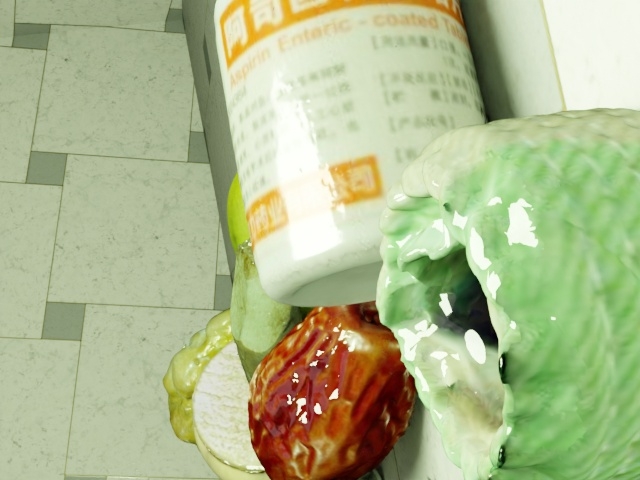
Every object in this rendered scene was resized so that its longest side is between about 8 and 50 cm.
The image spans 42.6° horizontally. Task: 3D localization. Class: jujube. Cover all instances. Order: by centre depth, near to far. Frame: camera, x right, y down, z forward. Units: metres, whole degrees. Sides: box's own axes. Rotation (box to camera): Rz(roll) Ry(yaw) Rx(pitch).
[{"bbox_3d":[0.014,0.186,0.996,0.197,0.197,0.290,-110,35,-44],"label":"jujube"}]

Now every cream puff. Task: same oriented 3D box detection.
[{"bbox_3d":[-0.112,0.285,1.490,0.257,0.324,0.291,48,-176,41],"label":"cream puff"}]

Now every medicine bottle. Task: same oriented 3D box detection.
[{"bbox_3d":[0.022,-0.145,0.686,0.211,0.211,0.372,121,139,-73],"label":"medicine bottle"}]

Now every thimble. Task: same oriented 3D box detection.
[{"bbox_3d":[0.126,0.034,0.467,0.219,0.150,0.219,171,90,-78],"label":"thimble"}]

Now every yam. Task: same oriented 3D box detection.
[{"bbox_3d":[-0.069,0.115,1.100,0.259,0.106,0.106,81,172,-46],"label":"yam"}]

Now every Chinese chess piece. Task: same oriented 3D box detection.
[{"bbox_3d":[-0.057,0.250,1.221,0.112,0.270,0.270,73,178,-45],"label":"Chinese chess piece"}]

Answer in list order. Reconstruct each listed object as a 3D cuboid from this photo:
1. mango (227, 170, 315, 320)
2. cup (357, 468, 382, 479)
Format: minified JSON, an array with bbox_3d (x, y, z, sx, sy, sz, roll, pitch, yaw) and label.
[{"bbox_3d":[-0.037,-0.007,1.154,0.149,0.185,0.273,-67,-26,-68],"label":"mango"},{"bbox_3d":[-0.010,0.396,1.314,0.241,0.185,0.226,62,170,15],"label":"cup"}]
